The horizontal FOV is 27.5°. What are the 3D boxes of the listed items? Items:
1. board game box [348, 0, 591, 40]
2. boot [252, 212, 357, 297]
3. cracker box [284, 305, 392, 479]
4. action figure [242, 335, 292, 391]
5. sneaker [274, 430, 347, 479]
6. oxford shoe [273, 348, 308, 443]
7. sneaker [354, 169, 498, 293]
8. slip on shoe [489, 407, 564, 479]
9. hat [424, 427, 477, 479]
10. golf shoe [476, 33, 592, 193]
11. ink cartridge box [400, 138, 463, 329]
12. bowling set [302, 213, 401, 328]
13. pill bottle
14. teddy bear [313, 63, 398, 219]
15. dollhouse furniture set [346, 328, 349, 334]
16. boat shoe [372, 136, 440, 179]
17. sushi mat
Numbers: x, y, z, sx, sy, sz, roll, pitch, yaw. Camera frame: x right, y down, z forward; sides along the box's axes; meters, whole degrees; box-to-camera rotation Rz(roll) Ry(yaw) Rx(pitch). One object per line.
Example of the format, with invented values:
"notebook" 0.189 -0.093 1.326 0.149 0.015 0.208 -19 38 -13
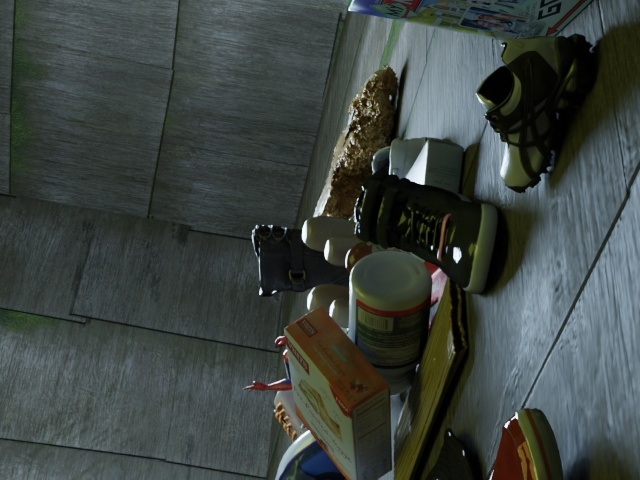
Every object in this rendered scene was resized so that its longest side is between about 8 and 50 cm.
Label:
"board game box" 0.153 -0.261 1.227 0.317 0.213 0.046 131 148 -81
"boot" 0.000 0.000 2.181 0.091 0.228 0.263 -82 -2 -57
"cracker box" 0.026 0.216 1.763 0.156 0.067 0.232 49 158 32
"action figure" -0.022 0.197 2.044 0.280 0.139 0.092 32 -123 -67
"sneaker" -0.002 0.489 2.187 0.323 0.130 0.236 -57 39 26
"oxford shoe" -0.028 0.350 2.452 0.364 0.132 0.130 -87 9 -48
"sneaker" 0.116 -0.012 1.526 0.296 0.146 0.105 -115 37 -79
"slip on shoe" 0.131 0.296 1.056 0.123 0.101 0.331 -106 28 -82
"hat" 0.069 0.361 1.420 0.331 0.133 0.332 -170 90 -86
"golf shoe" 0.189 -0.125 1.250 0.198 0.093 0.077 104 172 -49
"ink cartridge box" 0.138 0.002 1.768 0.189 0.066 0.232 117 166 -74
"bowling set" 0.081 0.074 1.893 0.200 0.154 0.287 145 125 -63
"pill bottle" 0.090 0.113 1.730 0.108 0.107 0.180 -87 -2 -50
"teddy bear" 0.087 -0.163 2.451 0.245 0.113 0.338 118 170 -52
"dollhouse furniture set" 0.062 0.177 2.222 0.152 0.058 0.076 109 170 -60
"boat shoe" 0.120 -0.113 1.992 0.258 0.084 0.095 119 160 -75
"sushi mat" 0.133 0.192 1.646 0.151 0.019 0.317 -88 9 -47
